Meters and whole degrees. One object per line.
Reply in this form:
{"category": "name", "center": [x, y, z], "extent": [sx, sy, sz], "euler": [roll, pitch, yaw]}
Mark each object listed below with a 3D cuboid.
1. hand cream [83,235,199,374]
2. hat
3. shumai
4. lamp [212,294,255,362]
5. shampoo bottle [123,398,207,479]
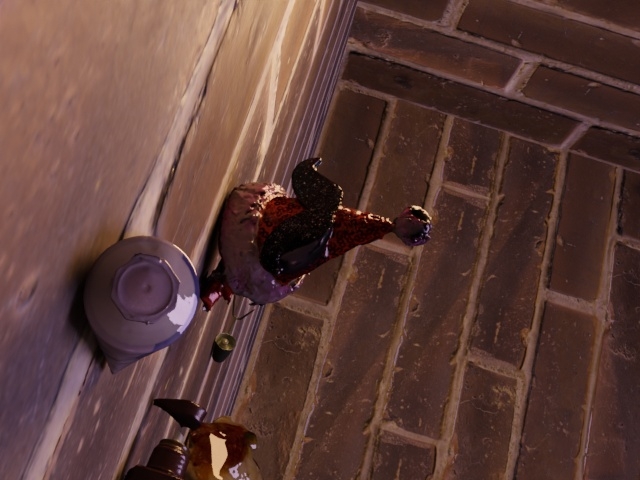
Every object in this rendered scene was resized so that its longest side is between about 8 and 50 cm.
{"category": "hand cream", "center": [-0.093, 0.031, 0.386], "extent": [0.142, 0.053, 0.084], "euler": [147, -40, -73]}
{"category": "hat", "center": [-0.002, -0.001, 0.732], "extent": [0.140, 0.227, 0.129], "euler": [-51, 128, -53]}
{"category": "shumai", "center": [-0.133, 0.440, 1.149], "extent": [0.346, 0.217, 0.283], "euler": [-38, 146, -84]}
{"category": "lamp", "center": [-0.139, 0.142, 1.144], "extent": [0.121, 0.041, 0.054], "euler": [-69, -175, -53]}
{"category": "shampoo bottle", "center": [-0.147, 0.239, 0.598], "extent": [0.067, 0.068, 0.236], "euler": [108, 1, -53]}
